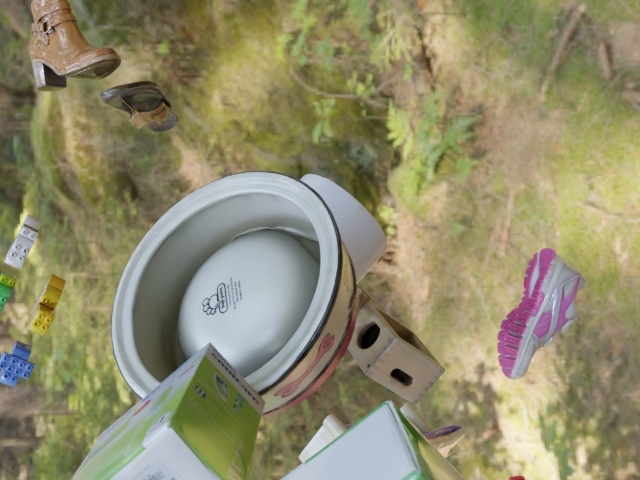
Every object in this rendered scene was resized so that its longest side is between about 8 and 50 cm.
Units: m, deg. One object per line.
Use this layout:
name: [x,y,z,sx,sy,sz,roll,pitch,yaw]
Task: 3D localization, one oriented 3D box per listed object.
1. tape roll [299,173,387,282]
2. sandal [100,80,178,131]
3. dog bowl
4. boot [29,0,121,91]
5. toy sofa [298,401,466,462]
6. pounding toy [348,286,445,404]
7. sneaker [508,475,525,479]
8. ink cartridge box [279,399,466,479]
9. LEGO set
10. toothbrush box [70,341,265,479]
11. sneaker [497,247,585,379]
tape roll: [0.000,0.000,1.816,0.169,0.246,0.246,-47,-4,-17]
sandal: [-0.303,-0.220,1.466,0.219,0.090,0.060,50,-159,-75]
dog bowl: [-0.121,0.099,1.332,0.150,0.407,0.408,46,-149,-51]
boot: [-0.406,-0.334,1.366,0.073,0.197,0.153,-4,-92,-58]
toy sofa: [0.137,0.412,1.723,0.150,0.362,0.177,44,107,27]
pounding toy: [0.086,0.166,1.464,0.094,0.181,0.206,-51,31,7]
sneaker: [0.349,0.464,1.440,0.279,0.107,0.118,-4,73,42]
ink cartridge box: [0.084,0.341,0.884,0.289,0.211,0.121,48,-173,-27]
LEGO set: [-0.347,0.094,0.956,0.227,0.087,0.093,-63,20,-1]
toothbrush box: [-0.191,0.268,1.023,0.122,0.206,0.283,49,-172,-6]
sneaker: [0.416,0.148,1.568,0.103,0.111,0.252,-130,62,-75]
